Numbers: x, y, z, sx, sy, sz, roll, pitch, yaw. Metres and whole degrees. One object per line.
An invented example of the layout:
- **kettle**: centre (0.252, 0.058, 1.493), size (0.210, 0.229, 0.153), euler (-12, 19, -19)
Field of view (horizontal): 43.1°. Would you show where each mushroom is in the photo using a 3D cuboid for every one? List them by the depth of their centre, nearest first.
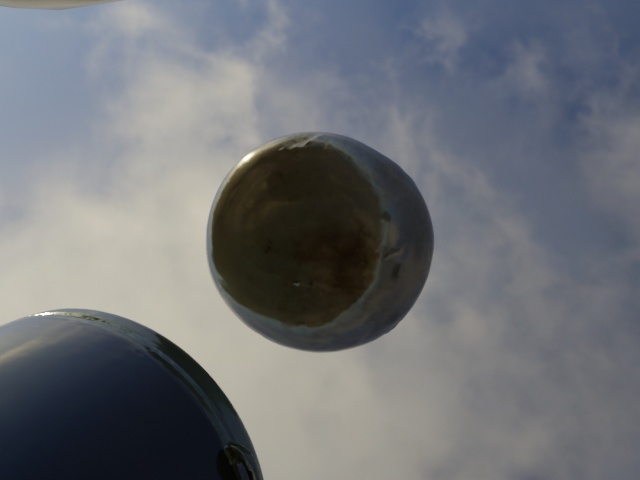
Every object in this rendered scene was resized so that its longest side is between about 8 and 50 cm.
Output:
- **mushroom**: centre (0.000, 0.000, 0.807), size (0.226, 0.226, 0.178), euler (-36, -168, 26)

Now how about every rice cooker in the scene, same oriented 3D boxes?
- **rice cooker**: centre (-0.223, 0.223, 0.570), size (0.335, 0.325, 0.336), euler (4, -78, 20)

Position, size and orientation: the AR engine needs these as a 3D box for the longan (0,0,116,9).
- **longan**: centre (-0.148, -0.319, 0.459), size (0.404, 0.336, 0.405), euler (-8, -130, 10)
